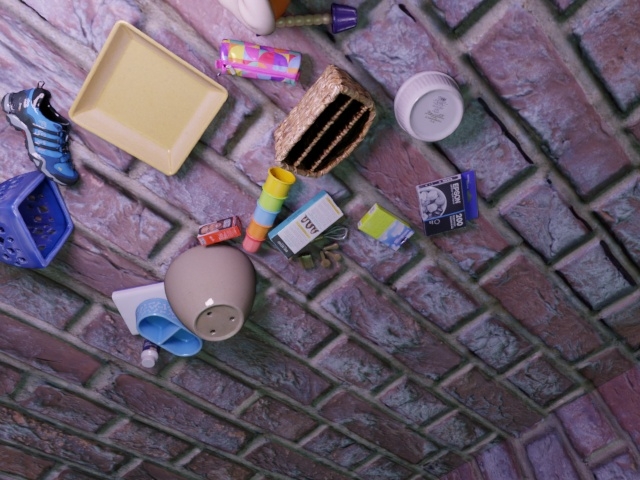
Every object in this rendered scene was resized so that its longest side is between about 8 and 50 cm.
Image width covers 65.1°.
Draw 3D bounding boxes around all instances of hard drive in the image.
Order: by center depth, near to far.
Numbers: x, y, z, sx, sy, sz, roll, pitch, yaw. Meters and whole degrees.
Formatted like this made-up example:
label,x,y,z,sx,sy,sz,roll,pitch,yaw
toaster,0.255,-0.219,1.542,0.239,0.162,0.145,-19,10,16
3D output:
label,x,y,z,sx,sy,sz,roll,pitch,yaw
hard drive,-0.591,0.248,1.902,0.319,0.040,0.210,-11,125,1

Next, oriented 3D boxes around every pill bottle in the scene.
label,x,y,z,sx,sy,sz,roll,pitch,yaw
pill bottle,-0.669,0.438,1.977,0.067,0.120,0.067,-3,125,-5

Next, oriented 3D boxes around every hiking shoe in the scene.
label,x,y,z,sx,sy,sz,roll,pitch,yaw
hiking shoe,-0.781,-0.294,1.455,0.132,0.113,0.303,-17,125,6

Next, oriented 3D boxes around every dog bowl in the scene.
label,x,y,z,sx,sy,sz,roll,pitch,yaw
dog bowl,-0.565,0.338,1.897,0.166,0.074,0.297,-39,120,19

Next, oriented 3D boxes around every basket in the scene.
label,x,y,z,sx,sy,sz,roll,pitch,yaw
basket,0.025,-0.317,1.466,0.214,0.223,0.299,33,115,-25

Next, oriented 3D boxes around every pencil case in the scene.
label,x,y,z,sx,sy,sz,roll,pitch,yaw
pencil case,-0.169,-0.492,1.396,0.237,0.104,0.104,4,124,-10

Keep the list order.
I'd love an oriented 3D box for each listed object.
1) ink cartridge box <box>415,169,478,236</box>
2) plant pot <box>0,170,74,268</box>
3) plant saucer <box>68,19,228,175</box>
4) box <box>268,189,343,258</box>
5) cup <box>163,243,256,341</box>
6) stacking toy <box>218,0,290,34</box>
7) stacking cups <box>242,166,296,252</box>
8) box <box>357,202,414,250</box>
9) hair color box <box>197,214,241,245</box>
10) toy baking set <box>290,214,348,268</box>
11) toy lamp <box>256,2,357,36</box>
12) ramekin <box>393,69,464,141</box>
label,x,y,z,sx,sy,sz,roll,pitch,yaw
ink cartridge box,0.452,-0.127,1.756,0.209,0.045,0.206,-16,125,3
plant pot,-0.935,-0.063,1.535,0.212,0.235,0.235,-3,126,3
plant saucer,-0.487,-0.401,1.435,0.333,0.080,0.333,30,116,-25
box,-0.050,-0.055,1.694,0.244,0.060,0.100,-38,114,1
cup,-0.369,0.210,1.746,0.332,0.237,0.330,-9,124,-14
stacking toy,-0.062,-0.748,1.156,0.480,0.350,0.350,-38,122,-3
stacking cups,-0.177,-0.090,1.681,0.096,0.096,0.316,15,123,-16
box,0.234,-0.046,1.788,0.178,0.042,0.109,29,118,-24
hair color box,-0.344,-0.034,1.713,0.141,0.072,0.043,-17,126,5
toy baking set,-0.007,0.000,1.805,0.197,0.030,0.256,6,124,-14
toy lamp,-0.039,-0.595,1.354,0.275,0.080,0.080,-3,125,-1
ramekin,0.333,-0.396,1.514,0.208,0.109,0.207,-3,125,-4
